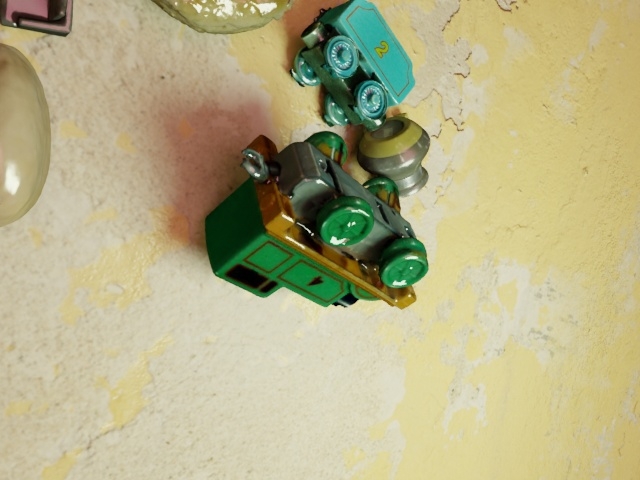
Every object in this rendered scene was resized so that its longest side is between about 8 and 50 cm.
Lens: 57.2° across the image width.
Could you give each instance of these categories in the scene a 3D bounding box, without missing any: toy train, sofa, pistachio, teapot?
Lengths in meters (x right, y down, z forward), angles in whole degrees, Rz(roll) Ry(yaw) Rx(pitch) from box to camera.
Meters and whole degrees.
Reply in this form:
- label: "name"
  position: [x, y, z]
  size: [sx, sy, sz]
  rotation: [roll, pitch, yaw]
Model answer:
- label: "toy train"
  position: [0.058, -0.289, 0.974]
  size: [0.163, 0.112, 0.203]
  rotation: [-52, 120, -20]
- label: "sofa"
  position: [-0.360, -0.343, 0.749]
  size: [0.085, 0.060, 0.147]
  rotation: [3, 96, -30]
- label: "pistachio"
  position: [-0.406, -0.127, 0.720]
  size: [0.152, 0.126, 0.223]
  rotation: [-8, 98, -64]
- label: "toy train"
  position: [0.000, 0.000, 0.920]
  size: [0.249, 0.178, 0.429]
  rotation: [-36, 137, 21]
- label: "teapot"
  position: [0.137, -0.157, 1.043]
  size: [0.119, 0.130, 0.166]
  rotation: [67, 33, -36]

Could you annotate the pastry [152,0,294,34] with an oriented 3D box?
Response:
- label: "pastry"
  position: [-0.152, -0.451, 0.810]
  size: [0.329, 0.136, 0.330]
  rotation: [-6, 102, -30]
